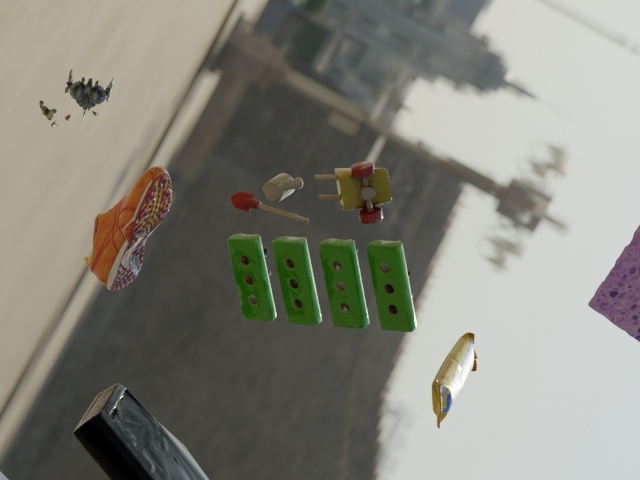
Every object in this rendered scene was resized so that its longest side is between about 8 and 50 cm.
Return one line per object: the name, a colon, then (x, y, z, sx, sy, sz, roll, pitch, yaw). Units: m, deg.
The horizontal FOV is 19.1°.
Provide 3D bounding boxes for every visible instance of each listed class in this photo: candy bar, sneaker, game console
candy bar: (0.115, 0.118, 1.656, 0.161, 0.018, 0.040, -43, 130, -70)
sneaker: (-0.211, -0.019, 2.029, 0.064, 0.067, 0.175, -28, 157, -49)
game console: (-0.175, 0.274, 1.838, 0.044, 0.213, 0.361, -36, -172, 15)

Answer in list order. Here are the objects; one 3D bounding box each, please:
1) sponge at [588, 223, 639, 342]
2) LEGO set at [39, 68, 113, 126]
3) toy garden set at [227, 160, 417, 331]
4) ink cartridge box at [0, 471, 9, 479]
sponge: (0.347, 0.069, 1.651, 0.117, 0.210, 0.031, -57, 154, 11)
LEGO set: (-0.250, -0.144, 1.964, 0.083, 0.054, 0.023, -44, -164, 13)
toy garden set: (0.000, 0.000, 2.263, 0.049, 0.244, 0.204, -36, 121, -49)
ink cartridge box: (-0.313, 0.307, 1.680, 0.186, 0.311, 0.065, -54, 155, 8)
